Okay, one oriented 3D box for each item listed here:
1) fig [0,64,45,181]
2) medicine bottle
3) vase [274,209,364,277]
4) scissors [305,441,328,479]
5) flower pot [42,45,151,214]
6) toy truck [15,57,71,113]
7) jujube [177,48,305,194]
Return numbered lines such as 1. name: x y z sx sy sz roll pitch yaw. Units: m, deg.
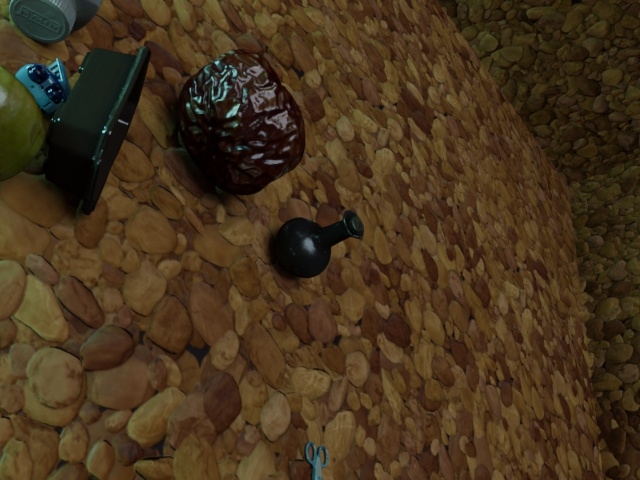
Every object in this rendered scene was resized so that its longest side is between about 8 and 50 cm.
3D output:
1. fig: -0.415 -0.152 0.805 0.121 0.135 0.153 -49 123 -44
2. medicine bottle: -0.408 -0.402 1.004 0.132 0.088 0.189 35 45 -37
3. vase: 0.000 0.000 1.223 0.120 0.182 0.120 30 49 -41
4. scissors: -0.005 0.411 1.119 0.058 0.014 0.119 32 44 -38
5. flower pot: -0.326 -0.173 0.933 0.084 0.179 0.251 20 51 -14
6. toy truck: -0.400 -0.230 0.950 0.073 0.056 0.090 54 23 -24
7. jujube: -0.137 -0.203 1.139 0.232 0.212 0.213 60 35 -10
